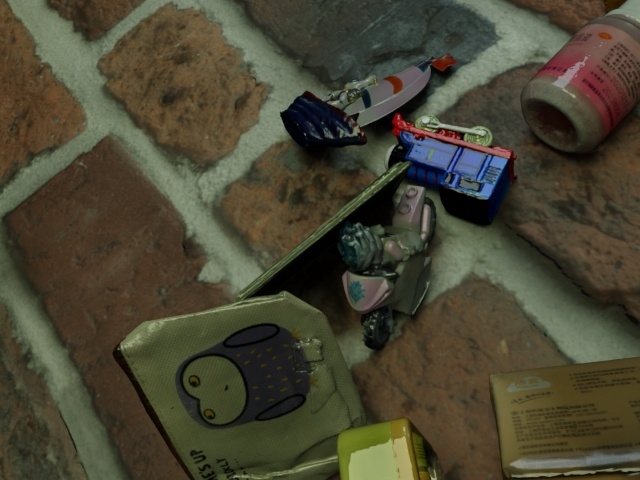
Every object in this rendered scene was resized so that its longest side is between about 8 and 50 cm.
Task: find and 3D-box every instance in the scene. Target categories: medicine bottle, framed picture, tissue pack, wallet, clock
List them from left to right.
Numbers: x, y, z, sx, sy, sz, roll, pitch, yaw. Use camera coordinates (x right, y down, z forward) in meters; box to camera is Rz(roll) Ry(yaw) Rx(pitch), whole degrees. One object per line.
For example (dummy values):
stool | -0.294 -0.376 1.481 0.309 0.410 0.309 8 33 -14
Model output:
wallet | -0.088 0.221 0.825 0.274 0.335 0.068 -23 18 -3
framed picture | 0.000 0.000 0.931 0.296 0.232 0.019 -39 84 -6
clock | 0.092 0.295 0.749 0.096 0.202 0.143 -16 60 10
medicine bottle | 0.426 -0.255 0.973 0.247 0.147 0.147 -46 59 -9
tissue pack | 0.357 0.265 0.703 0.305 0.238 0.239 -9 61 13

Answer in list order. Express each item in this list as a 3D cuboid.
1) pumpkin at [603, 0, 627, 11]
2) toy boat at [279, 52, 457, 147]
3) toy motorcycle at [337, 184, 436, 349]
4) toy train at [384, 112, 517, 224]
pumpkin | 0.523 -0.419 1.081 0.083 0.054 0.074 9 60 45
toy boat | 0.085 -0.229 1.098 0.318 0.072 0.219 -12 37 7
toy motorcycle | 0.092 0.013 0.901 0.108 0.204 0.239 -5 58 27
toy train | 0.196 -0.119 1.009 0.204 0.083 0.131 21 73 27
